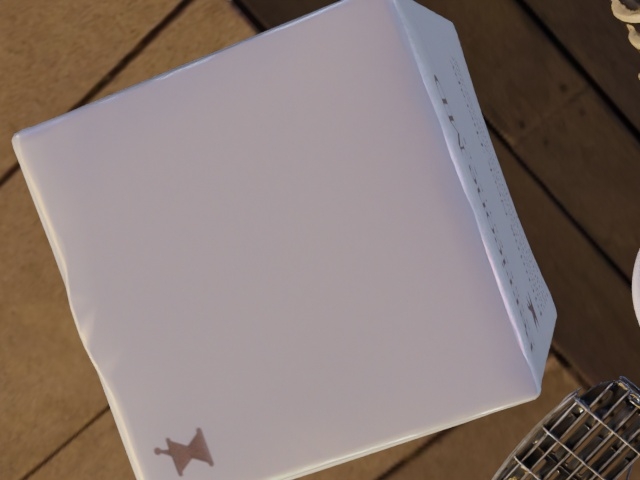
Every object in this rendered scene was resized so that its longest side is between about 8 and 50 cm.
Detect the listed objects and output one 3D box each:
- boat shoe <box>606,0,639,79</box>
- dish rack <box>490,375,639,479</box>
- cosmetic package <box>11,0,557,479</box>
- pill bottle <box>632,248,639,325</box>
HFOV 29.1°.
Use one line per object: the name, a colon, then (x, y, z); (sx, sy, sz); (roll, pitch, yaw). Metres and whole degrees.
boat shoe: (0.171, -0.132, 0.557); (0.127, 0.340, 0.158); (-2, 108, 35)
dish rack: (0.278, 0.245, 1.024); (0.271, 0.074, 0.208); (40, 110, 5)
cosmetic package: (0.000, 0.000, 1.097); (0.327, 0.393, 0.329); (-20, 91, 14)
pill bottle: (0.183, 0.045, 0.470); (0.086, 0.086, 0.152); (-29, 138, 16)
